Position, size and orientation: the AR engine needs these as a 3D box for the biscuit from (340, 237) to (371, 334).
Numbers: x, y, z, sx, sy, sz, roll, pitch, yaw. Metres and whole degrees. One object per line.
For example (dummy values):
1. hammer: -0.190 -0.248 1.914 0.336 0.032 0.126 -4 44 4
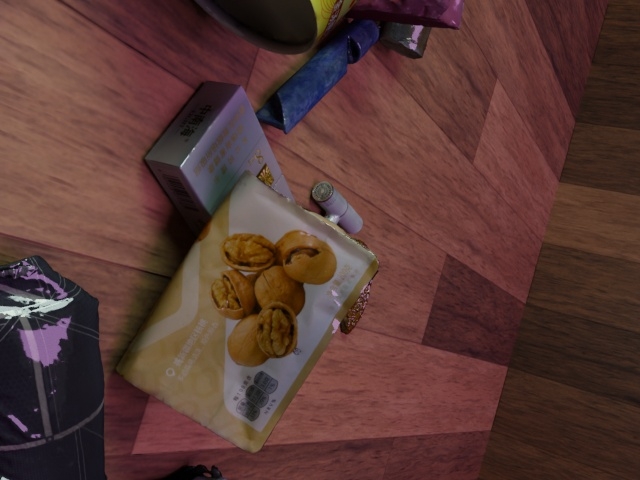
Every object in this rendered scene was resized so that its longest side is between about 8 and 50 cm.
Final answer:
1. biscuit: 0.074 0.082 1.440 0.126 0.025 0.206 -39 134 -47

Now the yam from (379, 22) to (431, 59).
1. yam: 0.187 -0.470 1.299 0.093 0.093 0.259 0 111 -59

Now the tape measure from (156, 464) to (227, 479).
1. tape measure: -0.220 0.432 1.016 0.182 0.107 0.181 0 96 -62

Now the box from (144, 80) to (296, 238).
1. box: -0.128 -0.079 0.989 0.155 0.067 0.243 -58 146 -25

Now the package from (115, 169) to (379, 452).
1. package: -0.094 0.090 0.971 0.311 0.221 0.165 -58 -176 2

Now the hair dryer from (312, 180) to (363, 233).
1. hair dryer: 0.003 0.005 1.283 0.183 0.044 0.155 -64 147 -10

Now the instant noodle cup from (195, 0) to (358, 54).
1. instant noodle cup: -0.040 -0.376 0.823 0.222 0.311 0.311 -54 145 -15

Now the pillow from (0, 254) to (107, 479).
1. pillow: -0.308 0.175 0.770 0.161 0.092 0.335 -18 117 -52

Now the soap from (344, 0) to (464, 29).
1. soap: 0.127 -0.515 1.067 0.128 0.232 0.360 -3 107 -62

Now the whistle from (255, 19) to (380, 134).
1. whistle: 0.001 -0.267 1.137 0.304 0.062 0.062 -52 142 -36
